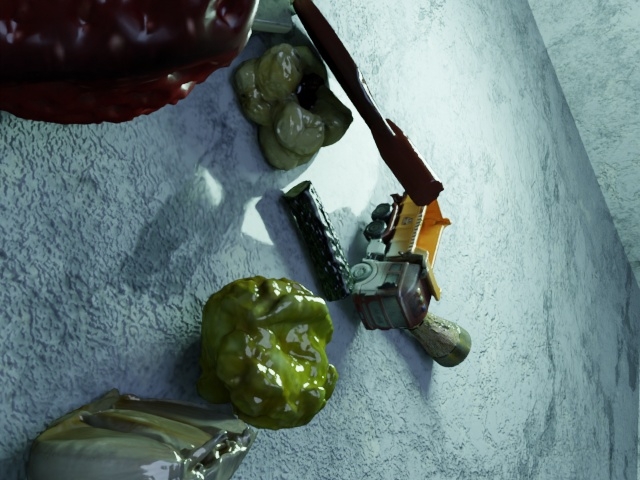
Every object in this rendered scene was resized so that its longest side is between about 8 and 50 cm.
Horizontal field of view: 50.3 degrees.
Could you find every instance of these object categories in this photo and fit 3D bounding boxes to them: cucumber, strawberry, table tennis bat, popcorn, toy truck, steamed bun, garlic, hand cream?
[{"bbox_3d":[0.000,0.000,1.045,0.058,0.058,0.187,-39,111,-53],"label":"cucumber"},{"bbox_3d":[-0.243,-0.232,0.596,0.345,0.317,0.295,-29,134,-39],"label":"strawberry"},{"bbox_3d":[0.064,-0.221,1.065,0.414,0.051,0.268,61,7,29],"label":"table tennis bat"},{"bbox_3d":[-0.070,0.133,0.811,0.198,0.156,0.197,15,73,-62],"label":"popcorn"},{"bbox_3d":[0.143,0.027,1.157,0.114,0.135,0.270,64,35,-36],"label":"toy truck"},{"bbox_3d":[-0.026,-0.210,1.038,0.192,0.106,0.177,-34,108,-56],"label":"steamed bun"},{"bbox_3d":[-0.162,0.225,0.633,0.229,0.178,0.142,21,76,-68],"label":"garlic"},{"bbox_3d":[0.191,0.159,1.251,0.203,0.084,0.084,36,50,-34],"label":"hand cream"}]

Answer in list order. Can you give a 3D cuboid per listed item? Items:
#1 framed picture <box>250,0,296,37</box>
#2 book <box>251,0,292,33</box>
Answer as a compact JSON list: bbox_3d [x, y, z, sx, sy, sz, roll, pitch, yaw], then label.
[{"bbox_3d":[-0.125,-0.441,1.059,0.232,0.019,0.296,64,35,-17],"label":"framed picture"},{"bbox_3d":[-0.176,-0.482,0.925,0.269,0.032,0.388,-7,86,-39],"label":"book"}]
